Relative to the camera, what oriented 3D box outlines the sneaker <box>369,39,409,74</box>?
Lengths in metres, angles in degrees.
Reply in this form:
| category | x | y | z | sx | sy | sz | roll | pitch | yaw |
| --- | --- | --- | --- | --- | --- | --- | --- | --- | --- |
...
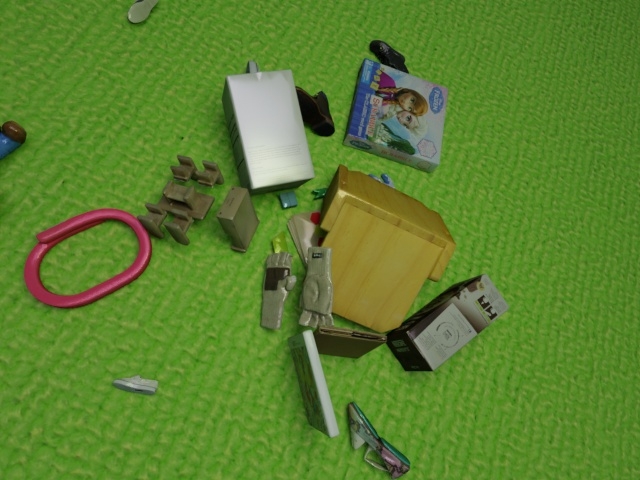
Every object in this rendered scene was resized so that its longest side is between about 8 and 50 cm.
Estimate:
| category | x | y | z | sx | sy | sz | roll | pitch | yaw |
| --- | --- | --- | --- | --- | --- | --- | --- | --- | --- |
| sneaker | 0.240 | -0.633 | 1.417 | 0.170 | 0.051 | 0.089 | 26 | 64 | -9 |

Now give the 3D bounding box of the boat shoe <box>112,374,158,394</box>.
| category | x | y | z | sx | sy | sz | roll | pitch | yaw |
| --- | --- | --- | --- | --- | --- | --- | --- | --- | --- |
| boat shoe | -0.435 | 0.336 | 0.950 | 0.100 | 0.035 | 0.035 | 12 | 43 | -7 |

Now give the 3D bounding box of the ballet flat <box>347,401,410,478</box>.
| category | x | y | z | sx | sy | sz | roll | pitch | yaw |
| --- | --- | --- | --- | --- | --- | --- | --- | --- | --- |
| ballet flat | 0.130 | 0.517 | 1.021 | 0.079 | 0.077 | 0.221 | -43 | 87 | -3 |

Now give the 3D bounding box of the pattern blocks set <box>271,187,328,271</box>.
| category | x | y | z | sx | sy | sz | roll | pitch | yaw |
| --- | --- | --- | --- | --- | --- | --- | --- | --- | --- |
| pattern blocks set | 0.000 | 0.000 | 1.167 | 0.285 | 0.026 | 0.324 | -3 | 74 | -17 |

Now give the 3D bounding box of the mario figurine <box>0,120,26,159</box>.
| category | x | y | z | sx | sy | sz | roll | pitch | yaw |
| --- | --- | --- | --- | --- | --- | --- | --- | --- | --- |
| mario figurine | -0.839 | -0.175 | 0.925 | 0.198 | 0.170 | 0.320 | 4 | 59 | 23 |

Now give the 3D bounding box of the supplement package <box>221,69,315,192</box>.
| category | x | y | z | sx | sy | sz | roll | pitch | yaw |
| --- | --- | --- | --- | --- | --- | --- | --- | --- | --- |
| supplement package | -0.149 | -0.285 | 1.104 | 0.177 | 0.175 | 0.293 | -13 | 93 | -18 |

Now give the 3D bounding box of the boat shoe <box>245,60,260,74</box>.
| category | x | y | z | sx | sy | sz | roll | pitch | yaw |
| --- | --- | --- | --- | --- | --- | --- | --- | --- | --- |
| boat shoe | -0.185 | -0.438 | 1.239 | 0.076 | 0.083 | 0.226 | -3 | 86 | -23 |

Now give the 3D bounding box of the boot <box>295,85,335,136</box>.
| category | x | y | z | sx | sy | sz | roll | pitch | yaw |
| --- | --- | --- | --- | --- | --- | --- | --- | --- | --- |
| boot | -0.031 | -0.417 | 1.223 | 0.082 | 0.219 | 0.106 | -17 | 61 | 25 |

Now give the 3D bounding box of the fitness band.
| category | x | y | z | sx | sy | sz | roll | pitch | yaw |
| --- | --- | --- | --- | --- | --- | --- | --- | --- | --- |
| fitness band | -0.571 | 0.042 | 0.997 | 0.291 | 0.054 | 0.209 | -30 | 85 | -20 |

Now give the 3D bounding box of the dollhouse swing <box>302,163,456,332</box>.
| category | x | y | z | sx | sy | sz | roll | pitch | yaw |
| --- | --- | --- | --- | --- | --- | --- | --- | --- | --- |
| dollhouse swing | 0.141 | 0.023 | 1.153 | 0.347 | 0.305 | 0.315 | 24 | 26 | -8 |

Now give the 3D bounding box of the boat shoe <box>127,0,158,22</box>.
| category | x | y | z | sx | sy | sz | roll | pitch | yaw |
| --- | --- | --- | --- | --- | --- | --- | --- | --- | --- |
| boat shoe | -0.555 | -0.723 | 1.246 | 0.043 | 0.049 | 0.137 | 13 | 66 | 35 |

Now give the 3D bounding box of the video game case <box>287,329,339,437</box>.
| category | x | y | z | sx | sy | sz | roll | pitch | yaw |
| --- | --- | --- | --- | --- | --- | --- | --- | --- | --- |
| video game case | -0.024 | 0.335 | 0.959 | 0.026 | 0.206 | 0.227 | -12 | 76 | -18 |

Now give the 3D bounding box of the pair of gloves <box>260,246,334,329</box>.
| category | x | y | z | sx | sy | sz | roll | pitch | yaw |
| --- | --- | --- | --- | --- | --- | --- | --- | --- | --- |
| pair of gloves | -0.061 | 0.123 | 1.024 | 0.042 | 0.240 | 0.204 | 16 | 70 | -50 |

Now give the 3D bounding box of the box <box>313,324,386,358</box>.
| category | x | y | z | sx | sy | sz | roll | pitch | yaw |
| --- | --- | --- | --- | --- | --- | --- | --- | --- | --- |
| box | 0.051 | 0.258 | 1.007 | 0.164 | 0.201 | 0.021 | 11 | 60 | -11 |

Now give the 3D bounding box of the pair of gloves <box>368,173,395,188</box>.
| category | x | y | z | sx | sy | sz | roll | pitch | yaw |
| --- | --- | --- | --- | --- | --- | --- | --- | --- | --- |
| pair of gloves | 0.188 | -0.120 | 1.257 | 0.159 | 0.023 | 0.198 | 28 | 69 | -5 |

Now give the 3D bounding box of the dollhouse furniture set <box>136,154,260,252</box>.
| category | x | y | z | sx | sy | sz | roll | pitch | yaw |
| --- | --- | --- | --- | --- | --- | --- | --- | --- | --- |
| dollhouse furniture set | -0.306 | -0.077 | 1.071 | 0.242 | 0.161 | 0.212 | 14 | 62 | 12 |

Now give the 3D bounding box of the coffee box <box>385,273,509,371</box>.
| category | x | y | z | sx | sy | sz | roll | pitch | yaw |
| --- | --- | --- | --- | --- | --- | --- | --- | --- | --- |
| coffee box | 0.342 | 0.227 | 1.110 | 0.297 | 0.168 | 0.119 | -30 | 82 | -22 |

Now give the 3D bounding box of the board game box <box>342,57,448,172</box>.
| category | x | y | z | sx | sy | sz | roll | pitch | yaw |
| --- | --- | --- | --- | --- | --- | --- | --- | --- | --- |
| board game box | 0.258 | -0.419 | 1.346 | 0.318 | 0.066 | 0.318 | 15 | 70 | -10 |
